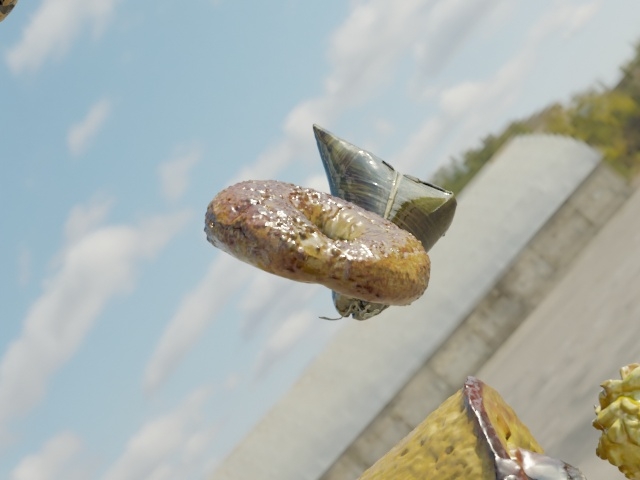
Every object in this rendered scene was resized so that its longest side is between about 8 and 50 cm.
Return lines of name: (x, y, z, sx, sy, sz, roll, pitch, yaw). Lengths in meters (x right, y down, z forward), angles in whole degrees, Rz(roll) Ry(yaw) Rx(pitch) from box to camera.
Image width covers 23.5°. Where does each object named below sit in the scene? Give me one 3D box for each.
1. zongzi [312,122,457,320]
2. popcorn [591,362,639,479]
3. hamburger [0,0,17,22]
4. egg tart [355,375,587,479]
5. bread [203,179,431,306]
zongzi: (0.022, -0.018, 1.586, 0.187, 0.184, 0.084, -50, -10, -35)
popcorn: (0.208, 0.114, 0.975, 0.082, 0.083, 0.057, 17, -37, -36)
hamburger: (-0.347, -0.262, 1.278, 0.107, 0.231, 0.231, -51, -3, -40)
egg tart: (0.101, 0.206, 0.961, 0.171, 0.215, 0.215, -33, -5, 10)
bread: (0.000, 0.000, 1.218, 0.193, 0.193, 0.064, -18, -53, -76)
